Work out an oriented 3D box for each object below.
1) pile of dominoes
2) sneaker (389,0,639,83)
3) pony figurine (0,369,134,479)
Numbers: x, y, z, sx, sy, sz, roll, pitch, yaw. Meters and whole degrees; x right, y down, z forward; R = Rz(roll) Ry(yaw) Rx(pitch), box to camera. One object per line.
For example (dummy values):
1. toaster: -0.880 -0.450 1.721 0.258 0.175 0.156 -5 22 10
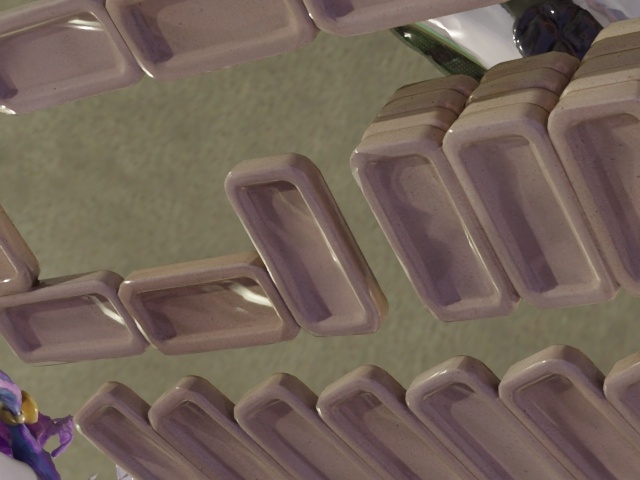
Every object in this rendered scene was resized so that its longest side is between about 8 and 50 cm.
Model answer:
1. pile of dominoes: 0.000 0.000 0.505 0.251 0.040 0.196 -8 123 37
2. sneaker: 0.080 -0.125 0.831 0.158 0.182 0.410 -46 66 -5
3. pony figurine: -0.216 0.180 1.110 0.303 0.351 0.363 -18 106 51
